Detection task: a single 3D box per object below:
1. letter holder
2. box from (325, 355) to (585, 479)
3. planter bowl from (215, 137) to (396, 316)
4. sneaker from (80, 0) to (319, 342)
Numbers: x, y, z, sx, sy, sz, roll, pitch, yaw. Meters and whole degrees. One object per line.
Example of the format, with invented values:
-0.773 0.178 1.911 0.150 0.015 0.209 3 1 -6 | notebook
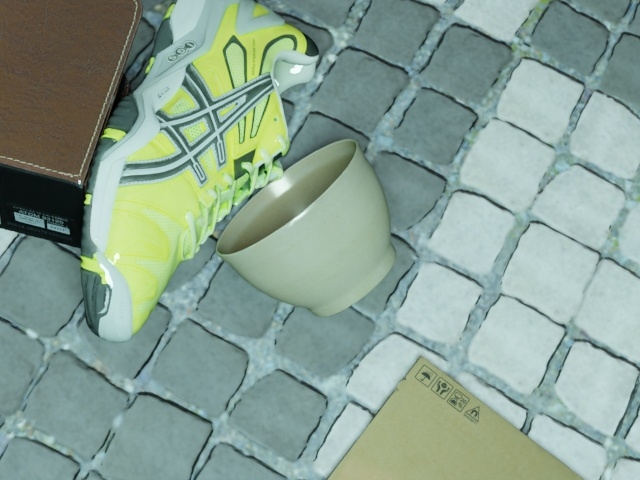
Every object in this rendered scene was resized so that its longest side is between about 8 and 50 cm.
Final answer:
-0.329 -0.149 1.227 0.302 0.152 0.214 15 66 -2 | letter holder
0.123 0.226 1.213 0.201 0.021 0.164 37 69 7 | box
0.000 0.000 1.223 0.162 0.162 0.109 -44 108 -20 | planter bowl
-0.108 -0.078 1.209 0.147 0.145 0.385 17 61 2 | sneaker
